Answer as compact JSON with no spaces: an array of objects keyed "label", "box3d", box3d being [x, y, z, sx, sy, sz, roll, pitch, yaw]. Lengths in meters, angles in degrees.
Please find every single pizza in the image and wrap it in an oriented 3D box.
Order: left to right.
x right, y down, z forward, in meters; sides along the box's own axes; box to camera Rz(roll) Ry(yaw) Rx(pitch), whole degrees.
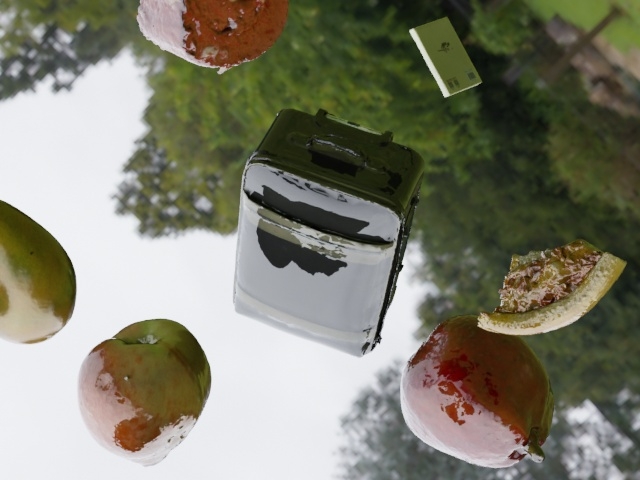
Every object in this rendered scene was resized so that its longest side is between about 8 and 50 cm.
[{"label":"pizza","box3d":[0.344,0.071,1.924,0.056,0.271,0.134,13,-112,-41]}]

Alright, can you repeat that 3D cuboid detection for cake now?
[{"label":"cake","box3d":[-0.151,-0.380,1.784,0.177,0.283,0.151,-16,-153,-32]}]

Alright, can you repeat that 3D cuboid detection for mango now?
[{"label":"mango","box3d":[-0.281,0.028,1.163,0.163,0.111,0.090,91,-174,-47]}]

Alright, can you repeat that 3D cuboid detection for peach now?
[{"label":"peach","box3d":[-0.261,0.239,1.929,0.232,0.232,0.232,44,-169,-11]}]

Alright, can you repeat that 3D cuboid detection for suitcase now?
[{"label":"suitcase","box3d":[0.000,0.000,2.032,0.283,0.434,0.194,20,-132,9]}]

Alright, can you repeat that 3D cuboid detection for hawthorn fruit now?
[{"label":"hawthorn fruit","box3d":[0.294,0.282,2.282,0.265,0.265,0.307,34,-172,-49]}]

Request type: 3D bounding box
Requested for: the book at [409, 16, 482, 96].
[{"label":"book","box3d":[0.180,-0.264,1.838,0.077,0.014,0.111,-25,-94,-40]}]
